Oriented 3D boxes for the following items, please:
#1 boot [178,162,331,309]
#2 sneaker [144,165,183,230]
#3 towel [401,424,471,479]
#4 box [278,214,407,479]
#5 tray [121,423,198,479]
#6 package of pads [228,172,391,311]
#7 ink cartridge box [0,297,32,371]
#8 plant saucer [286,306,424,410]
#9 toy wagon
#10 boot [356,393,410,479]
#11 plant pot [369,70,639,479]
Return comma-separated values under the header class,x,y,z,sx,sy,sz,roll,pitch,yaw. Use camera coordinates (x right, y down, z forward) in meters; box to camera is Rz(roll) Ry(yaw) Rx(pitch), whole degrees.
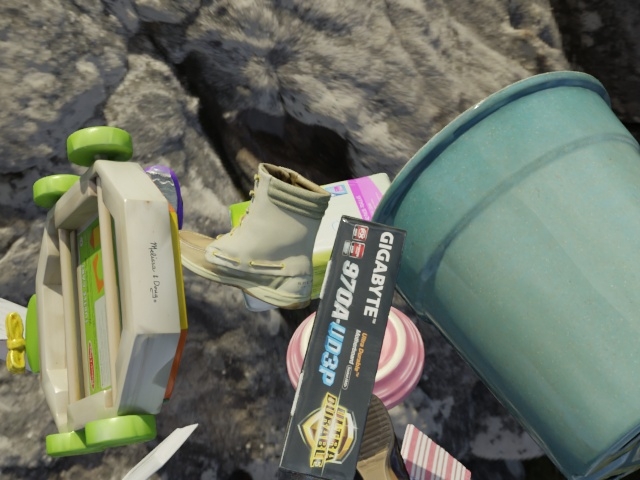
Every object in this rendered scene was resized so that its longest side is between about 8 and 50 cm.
class,x,y,z,sx,sy,sz,roll,pitch,yaw
boot,-0.092,-0.021,1.052,0.213,0.077,0.165,21,110,24
sneaker,-0.333,-0.077,1.706,0.102,0.146,0.293,12,141,-3
towel,0.251,0.511,1.815,0.197,0.144,0.029,40,119,-7
box,0.012,0.099,0.634,0.051,0.220,0.175,14,71,2
tray,-0.378,0.493,1.795,0.030,0.145,0.270,45,123,-2
package of pads,0.000,0.000,1.400,0.297,0.229,0.101,-13,123,-1
ink cartridge box,-0.498,0.126,1.197,0.275,0.239,0.060,16,92,24
plant saucer,0.080,0.261,1.968,0.332,0.332,0.084,-11,136,-1
toy wagon,-0.224,0.063,0.777,0.068,0.344,0.267,2,73,-33
boot,0.121,0.418,1.549,0.090,0.207,0.248,-16,69,11
plant pot,0.274,0.057,0.884,0.341,0.341,0.334,-35,59,4
